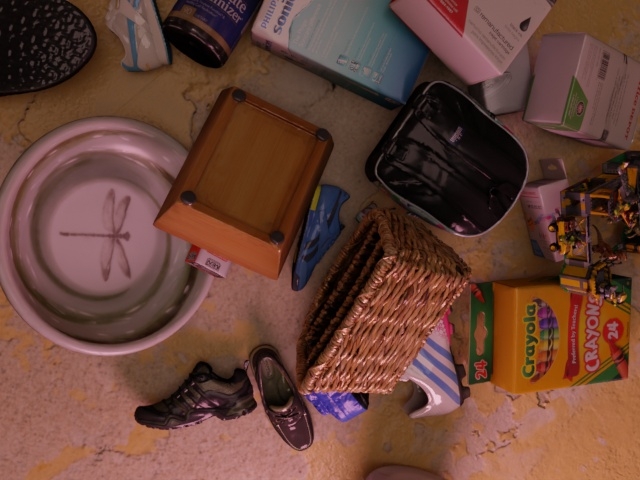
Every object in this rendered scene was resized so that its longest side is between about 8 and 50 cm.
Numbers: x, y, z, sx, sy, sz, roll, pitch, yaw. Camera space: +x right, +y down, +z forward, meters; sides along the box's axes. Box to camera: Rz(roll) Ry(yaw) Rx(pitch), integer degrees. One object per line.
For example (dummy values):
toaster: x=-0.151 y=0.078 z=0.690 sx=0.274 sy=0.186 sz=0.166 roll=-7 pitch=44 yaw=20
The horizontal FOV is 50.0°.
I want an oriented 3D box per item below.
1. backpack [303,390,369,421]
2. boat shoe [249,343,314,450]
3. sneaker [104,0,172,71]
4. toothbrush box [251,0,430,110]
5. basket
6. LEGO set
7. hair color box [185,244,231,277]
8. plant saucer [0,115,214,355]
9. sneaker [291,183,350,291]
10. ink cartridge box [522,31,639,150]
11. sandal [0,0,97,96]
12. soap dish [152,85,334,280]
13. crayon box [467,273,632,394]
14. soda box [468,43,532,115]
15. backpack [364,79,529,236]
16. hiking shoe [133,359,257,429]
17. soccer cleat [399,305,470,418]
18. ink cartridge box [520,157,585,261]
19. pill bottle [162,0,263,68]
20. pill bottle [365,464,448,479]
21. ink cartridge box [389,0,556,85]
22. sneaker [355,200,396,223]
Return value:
backpack: x=0.030 y=0.281 z=1.300 sx=0.101 sy=0.098 sz=0.120 roll=-37 pitch=108 yaw=21
boat shoe: x=-0.075 y=0.307 z=1.301 sx=0.080 sy=0.073 sz=0.223 roll=-22 pitch=97 yaw=-2
sneaker: x=-0.333 y=-0.409 z=1.196 sx=0.092 sy=0.087 sz=0.229 roll=-16 pitch=95 yaw=-1
toothbrush box: x=0.051 y=-0.391 z=1.211 sx=0.295 sy=0.126 sz=0.216 roll=23 pitch=93 yaw=-8
basket: x=0.064 y=0.092 z=1.175 sx=0.223 sy=0.213 sz=0.299 roll=12 pitch=117 yaw=-42
LEGO set: x=0.571 y=-0.028 z=1.191 sx=0.331 sy=0.192 sz=0.255 roll=-14 pitch=107 yaw=-37
hair color box: x=-0.181 y=-0.011 z=1.239 sx=0.072 sy=0.043 sz=0.141 roll=33 pitch=69 yaw=-33
plant saucer: x=-0.363 y=-0.008 z=1.178 sx=0.400 sy=0.100 sz=0.400 roll=-1 pitch=91 yaw=-41
sneaker: x=0.000 y=0.000 z=1.278 sx=0.082 sy=0.069 sz=0.209 roll=15 pitch=94 yaw=-10
ink cartridge box: x=0.481 y=-0.263 z=1.235 sx=0.219 sy=0.092 sz=0.160 roll=10 pitch=96 yaw=-38
sandal: x=-0.588 y=-0.308 z=1.187 sx=0.445 sy=0.107 sz=0.167 roll=-16 pitch=99 yaw=9
soap dish: x=-0.119 y=-0.108 z=1.180 sx=0.229 sy=0.118 sz=0.291 roll=25 pitch=67 yaw=-8
crayon box: x=0.432 y=0.172 z=1.291 sx=0.318 sy=0.081 sz=0.202 roll=-4 pitch=97 yaw=-19
soda box: x=0.312 y=-0.372 z=1.254 sx=0.098 sy=0.091 sz=0.286 roll=-11 pitch=97 yaw=-3
backpack: x=0.228 y=-0.133 z=1.222 sx=0.253 sy=0.191 sz=0.225 roll=33 pitch=92 yaw=-6
hiking shoe: x=-0.237 y=0.287 z=1.291 sx=0.227 sy=0.086 sz=0.114 roll=-7 pitch=83 yaw=-10
soccer cleat: x=0.177 y=0.182 z=1.287 sx=0.143 sy=0.116 sz=0.331 roll=-17 pitch=98 yaw=-8
ink cartridge box: x=0.427 y=-0.059 z=1.292 sx=0.061 sy=0.104 sz=0.181 roll=-16 pitch=97 yaw=-4
pill bottle: x=-0.167 y=-0.419 z=1.182 sx=0.123 sy=0.123 sz=0.219 roll=30 pitch=80 yaw=-7
pill bottle: x=0.150 y=0.633 z=1.291 sx=0.204 sy=0.204 sz=0.361 roll=10 pitch=95 yaw=-6
ink cartridge box: x=0.278 y=-0.426 z=1.122 sx=0.197 sy=0.114 sz=0.273 roll=40 pitch=79 yaw=-17
sneaker: x=0.122 y=-0.033 z=1.300 sx=0.069 sy=0.038 sz=0.098 roll=-45 pitch=98 yaw=1
